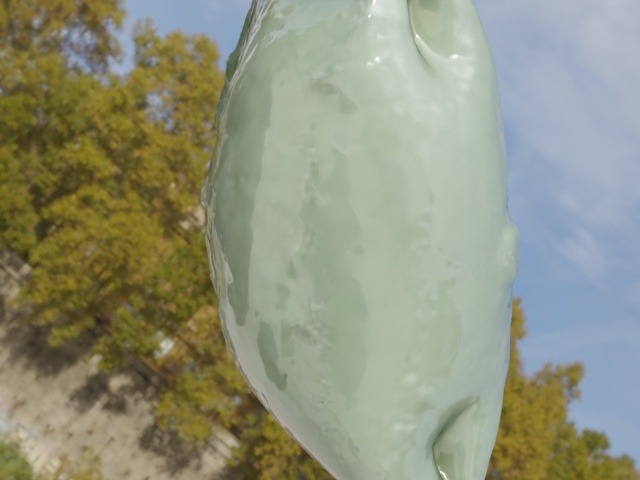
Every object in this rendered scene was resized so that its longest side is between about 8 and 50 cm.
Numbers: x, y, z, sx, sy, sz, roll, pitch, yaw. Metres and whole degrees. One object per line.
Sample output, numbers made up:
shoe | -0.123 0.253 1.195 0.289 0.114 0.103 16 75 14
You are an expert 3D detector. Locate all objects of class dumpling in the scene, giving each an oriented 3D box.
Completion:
dumpling | 0.012 -0.002 0.376 0.149 0.105 0.216 -166 -113 -83
